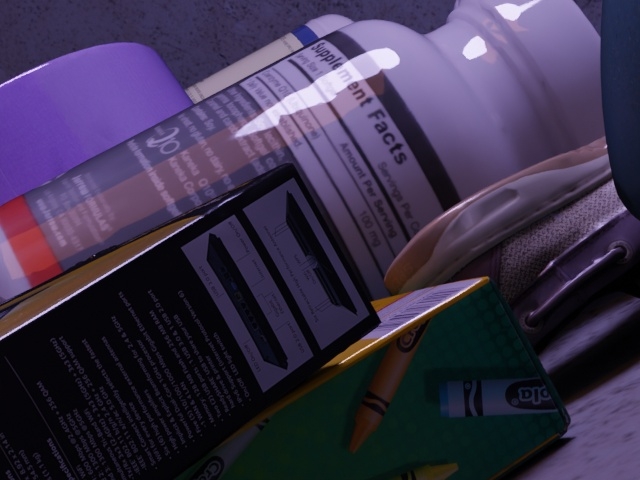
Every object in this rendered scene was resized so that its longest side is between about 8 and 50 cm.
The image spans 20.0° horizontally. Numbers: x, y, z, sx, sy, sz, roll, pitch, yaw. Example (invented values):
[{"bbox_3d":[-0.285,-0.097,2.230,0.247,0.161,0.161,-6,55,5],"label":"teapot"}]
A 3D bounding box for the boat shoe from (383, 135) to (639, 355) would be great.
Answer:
[{"bbox_3d":[0.168,-0.010,0.919,0.285,0.092,0.103,-24,-14,-24],"label":"boat shoe"}]

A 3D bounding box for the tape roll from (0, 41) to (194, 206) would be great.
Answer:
[{"bbox_3d":[-0.198,-0.015,1.231,0.275,0.090,0.275,-34,-11,-7],"label":"tape roll"}]

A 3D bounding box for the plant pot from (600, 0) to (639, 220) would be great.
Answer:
[{"bbox_3d":[0.244,-0.144,0.754,0.290,0.195,0.290,-15,22,6],"label":"plant pot"}]

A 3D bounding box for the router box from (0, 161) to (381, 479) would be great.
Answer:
[{"bbox_3d":[-0.159,0.090,0.757,0.243,0.081,0.309,-34,7,-41],"label":"router box"}]

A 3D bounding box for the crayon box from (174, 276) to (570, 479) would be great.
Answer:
[{"bbox_3d":[-0.049,0.120,0.799,0.278,0.081,0.165,-30,5,-22],"label":"crayon box"}]

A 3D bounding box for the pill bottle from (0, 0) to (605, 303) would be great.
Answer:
[{"bbox_3d":[0.000,0.000,1.057,0.363,0.210,0.210,-28,4,-8],"label":"pill bottle"}]

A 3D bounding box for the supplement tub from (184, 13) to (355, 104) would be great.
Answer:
[{"bbox_3d":[-0.069,-0.015,1.480,0.325,0.235,0.235,-28,4,-3],"label":"supplement tub"}]
